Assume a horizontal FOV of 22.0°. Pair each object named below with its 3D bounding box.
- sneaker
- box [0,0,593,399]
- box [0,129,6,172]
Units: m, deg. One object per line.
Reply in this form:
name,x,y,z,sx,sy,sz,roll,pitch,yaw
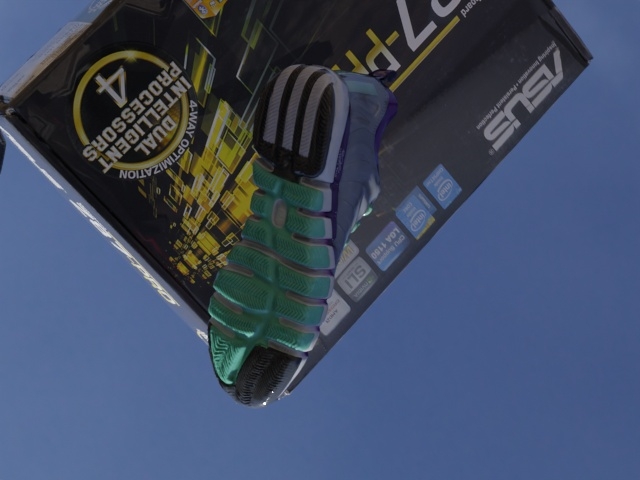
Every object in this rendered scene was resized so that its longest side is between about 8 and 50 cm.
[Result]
sneaker,0.000,0.000,1.022,0.083,0.223,0.098,30,-155,34
box,-0.016,-0.125,1.296,0.395,0.318,0.097,-46,-156,-13
box,-0.194,-0.054,0.769,0.083,0.018,0.067,5,-155,-23
